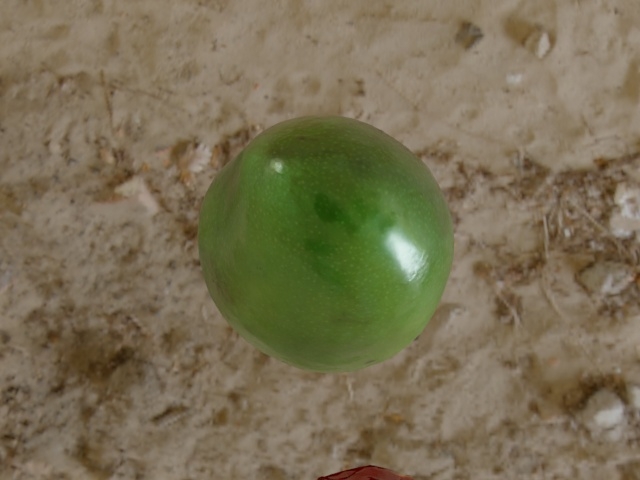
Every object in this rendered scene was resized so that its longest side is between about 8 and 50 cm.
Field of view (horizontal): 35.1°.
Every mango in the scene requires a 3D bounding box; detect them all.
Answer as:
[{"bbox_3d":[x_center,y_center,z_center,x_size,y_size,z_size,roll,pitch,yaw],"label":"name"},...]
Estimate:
[{"bbox_3d":[0.000,0.000,0.859,0.225,0.201,0.382,40,169,11],"label":"mango"}]

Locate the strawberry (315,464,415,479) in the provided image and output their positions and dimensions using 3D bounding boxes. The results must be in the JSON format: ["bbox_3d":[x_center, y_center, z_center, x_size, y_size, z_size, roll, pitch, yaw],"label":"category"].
[{"bbox_3d":[0.055,0.225,0.394,0.276,0.257,0.257,20,131,-7],"label":"strawberry"}]
